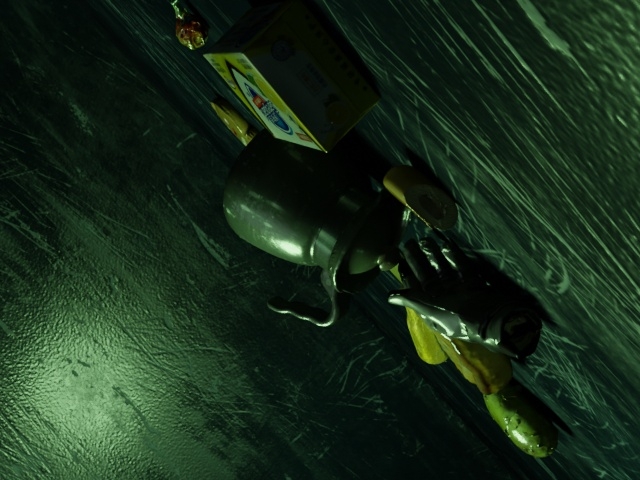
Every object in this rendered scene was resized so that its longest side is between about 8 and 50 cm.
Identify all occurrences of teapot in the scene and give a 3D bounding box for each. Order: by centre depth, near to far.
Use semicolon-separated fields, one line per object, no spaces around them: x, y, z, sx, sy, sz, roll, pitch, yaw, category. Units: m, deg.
-0.007;-0.008;1.613;0.285;0.305;0.223;35;-175;27;teapot

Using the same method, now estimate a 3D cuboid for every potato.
0.400;0.352;2.093;0.117;0.090;0.225;43;-175;-44;potato

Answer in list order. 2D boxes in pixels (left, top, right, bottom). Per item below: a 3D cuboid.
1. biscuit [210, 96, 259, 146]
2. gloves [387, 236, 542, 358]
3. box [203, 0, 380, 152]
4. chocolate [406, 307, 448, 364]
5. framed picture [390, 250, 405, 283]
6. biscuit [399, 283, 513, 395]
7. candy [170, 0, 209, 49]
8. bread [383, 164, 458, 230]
-0.171;-0.245;2.423;0.249;0.035;0.184;47;174;1;biscuit
0.204;0.092;1.529;0.285;0.142;0.119;42;145;45;gloves
-0.045;-0.214;1.332;0.168;0.097;0.265;49;174;-20;box
0.218;0.180;2.158;0.085;0.086;0.219;42;170;38;chocolate
0.198;0.094;2.155;0.338;0.014;0.255;48;175;-14;framed picture
0.263;0.177;1.860;0.213;0.091;0.274;45;174;46;biscuit
-0.255;-0.419;1.782;0.060;0.060;0.201;40;164;49;candy
0.132;-0.060;1.352;0.103;0.049;0.062;42;-179;32;bread
